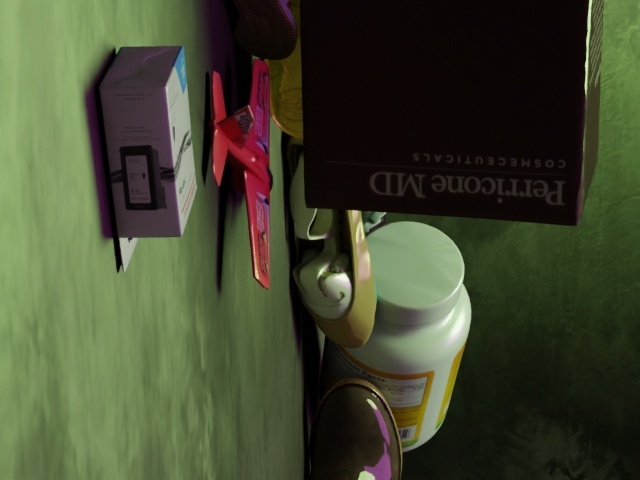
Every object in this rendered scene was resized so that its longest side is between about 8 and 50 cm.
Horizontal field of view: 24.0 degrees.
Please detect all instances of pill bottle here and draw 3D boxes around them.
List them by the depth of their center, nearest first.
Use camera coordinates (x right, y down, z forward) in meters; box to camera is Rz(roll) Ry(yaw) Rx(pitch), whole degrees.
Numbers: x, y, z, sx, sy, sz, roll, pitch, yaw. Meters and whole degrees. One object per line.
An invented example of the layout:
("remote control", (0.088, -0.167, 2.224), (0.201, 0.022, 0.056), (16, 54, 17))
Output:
("pill bottle", (0.073, 0.094, 1.477), (0.245, 0.136, 0.136), (97, -3, -53))

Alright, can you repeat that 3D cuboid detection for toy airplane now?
("toy airplane", (-0.046, -0.047, 0.905), (0.151, 0.028, 0.151), (-2, 90, -85))

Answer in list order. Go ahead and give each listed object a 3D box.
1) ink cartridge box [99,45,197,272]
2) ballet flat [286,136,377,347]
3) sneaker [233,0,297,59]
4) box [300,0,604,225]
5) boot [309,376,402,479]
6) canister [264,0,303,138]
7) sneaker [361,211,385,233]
("ink cartridge box", (-0.069, -0.033, 0.622), (0.048, 0.028, 0.083), (-81, 170, -62))
("ballet flat", (0.000, 0.000, 1.318), (0.073, 0.080, 0.232), (-35, 127, -50))
("sneaker", (-0.036, -0.169, 0.963), (0.118, 0.042, 0.067), (75, 18, -64))
("box", (0.088, -0.211, 0.976), (0.143, 0.191, 0.381), (-58, 149, -63))
("boot", (0.029, 0.270, 1.371), (0.207, 0.090, 0.248), (-82, 174, -74))
("canister", (-0.003, -0.176, 1.189), (0.170, 0.073, 0.126), (-87, 174, -55))
("sneaker", (0.037, -0.082, 1.367), (0.234, 0.106, 0.078), (-45, -142, 39))
